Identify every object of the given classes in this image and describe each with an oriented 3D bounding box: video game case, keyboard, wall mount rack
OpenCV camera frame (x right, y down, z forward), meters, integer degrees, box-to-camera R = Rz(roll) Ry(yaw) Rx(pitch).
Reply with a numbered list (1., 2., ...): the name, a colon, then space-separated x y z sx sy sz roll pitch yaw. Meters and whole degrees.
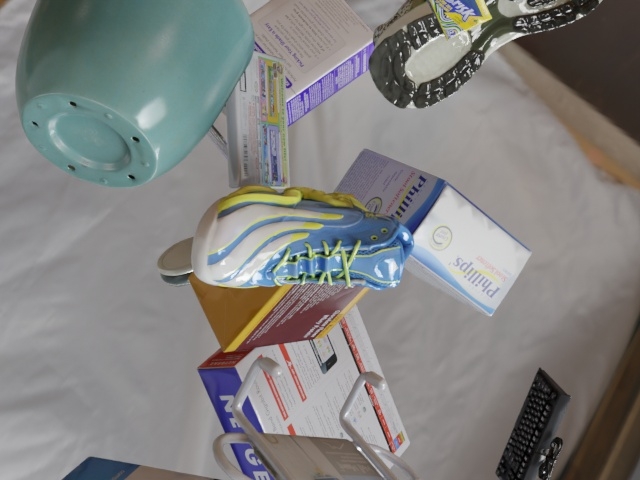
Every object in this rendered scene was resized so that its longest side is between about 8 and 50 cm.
1. video game case: -0.097 -0.186 1.666 0.023 0.193 0.213 -2 92 21
2. keyboard: 0.295 0.277 1.485 0.108 0.023 0.180 51 129 56
3. wall mount rack: 0.057 0.265 1.293 0.350 0.130 0.304 14 -160 -45

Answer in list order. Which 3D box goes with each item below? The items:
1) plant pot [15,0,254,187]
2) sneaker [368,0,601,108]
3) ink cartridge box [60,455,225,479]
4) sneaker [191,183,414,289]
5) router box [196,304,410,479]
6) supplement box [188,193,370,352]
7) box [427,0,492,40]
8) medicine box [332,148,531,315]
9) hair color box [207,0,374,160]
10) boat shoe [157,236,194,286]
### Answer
1. plant pot: -0.260 -0.213 1.396 0.293 0.235 0.293 13 147 9
2. sneaker: 0.231 -0.357 1.506 0.158 0.410 0.182 58 -176 -34
3. ink cartridge box: -0.163 0.464 1.378 0.394 0.166 0.286 3 111 26
4. sneaker: 0.000 0.000 0.943 0.126 0.240 0.091 14 106 33
5. router box: -0.014 0.262 1.672 0.082 0.301 0.336 -8 110 38
6. supplement box: -0.043 0.044 1.508 0.191 0.194 0.129 -49 59 36
7. box: 0.134 -0.287 1.174 0.054 0.169 0.059 -25 125 10
8. medicine box: 0.196 -0.019 2.003 0.263 0.149 0.289 35 177 -33
9. hair color box: -0.083 -0.313 1.939 0.185 0.338 0.110 51 167 16
10. boat shoe: -0.159 0.037 1.851 0.116 0.319 0.099 9 110 29
